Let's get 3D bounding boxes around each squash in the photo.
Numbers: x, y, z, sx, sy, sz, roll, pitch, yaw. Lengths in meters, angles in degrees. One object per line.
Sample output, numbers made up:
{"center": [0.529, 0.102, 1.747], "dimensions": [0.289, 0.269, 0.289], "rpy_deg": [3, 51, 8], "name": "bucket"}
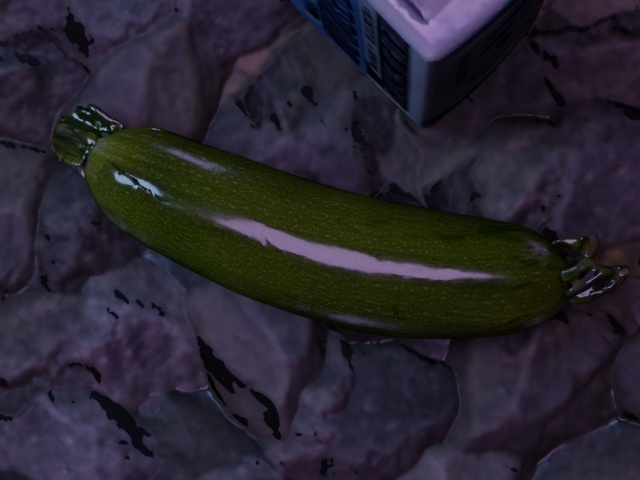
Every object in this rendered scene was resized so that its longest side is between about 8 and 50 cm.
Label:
{"center": [-0.001, 0.001, 0.996], "dimensions": [0.318, 0.080, 0.071], "rpy_deg": [15, 125, 9], "name": "squash"}

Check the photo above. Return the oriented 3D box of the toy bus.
{"center": [0.038, -0.136, 0.893], "dimensions": [0.106, 0.297, 0.131], "rpy_deg": [-45, 88, 0], "name": "toy bus"}
